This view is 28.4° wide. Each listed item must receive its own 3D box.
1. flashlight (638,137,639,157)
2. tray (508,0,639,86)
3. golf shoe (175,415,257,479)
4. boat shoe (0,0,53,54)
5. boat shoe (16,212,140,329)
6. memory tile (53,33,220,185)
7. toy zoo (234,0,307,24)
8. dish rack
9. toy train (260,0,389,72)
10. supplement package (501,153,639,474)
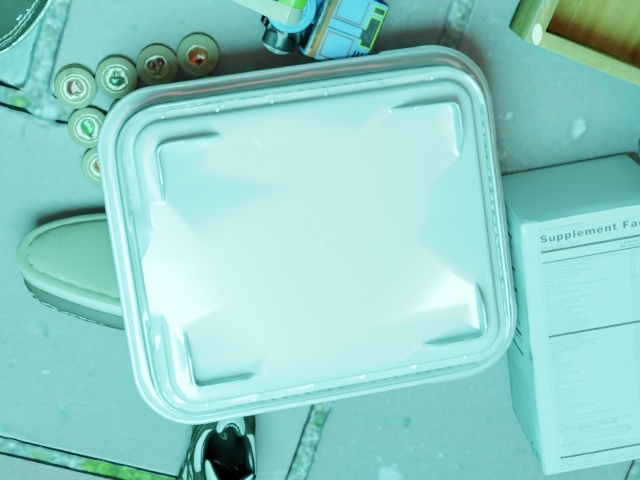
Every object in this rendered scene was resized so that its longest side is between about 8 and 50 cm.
[{"bbox_3d":[0.404,-0.036,1.101,0.304,0.103,0.103,25,114,-36],"label":"flashlight"},{"bbox_3d":[0.334,-0.326,1.041,0.202,0.076,0.411,19,106,-11],"label":"tray"},{"bbox_3d":[-0.099,0.230,1.189,0.077,0.094,0.198,2,111,-7],"label":"golf shoe"},{"bbox_3d":[-0.235,-0.249,1.015,0.081,0.069,0.228,26,105,-13],"label":"boat shoe"},{"bbox_3d":[-0.104,0.051,1.116,0.324,0.117,0.097,5,138,-8],"label":"boat shoe"},{"bbox_3d":[-0.149,-0.112,1.103,0.148,0.012,0.113,-15,111,0],"label":"memory tile"},{"bbox_3d":[-0.049,-0.339,0.975,0.192,0.030,0.293,26,107,16],"label":"toy zoo"},{"bbox_3d":[0.000,0.000,1.022,0.332,0.072,0.286,-9,99,-8],"label":"dish rack"},{"bbox_3d":[0.016,-0.233,1.044,0.105,0.080,0.184,17,106,-20],"label":"toy train"},{"bbox_3d":[0.241,0.064,1.139,0.139,0.134,0.244,-9,111,-2],"label":"supplement package"}]
